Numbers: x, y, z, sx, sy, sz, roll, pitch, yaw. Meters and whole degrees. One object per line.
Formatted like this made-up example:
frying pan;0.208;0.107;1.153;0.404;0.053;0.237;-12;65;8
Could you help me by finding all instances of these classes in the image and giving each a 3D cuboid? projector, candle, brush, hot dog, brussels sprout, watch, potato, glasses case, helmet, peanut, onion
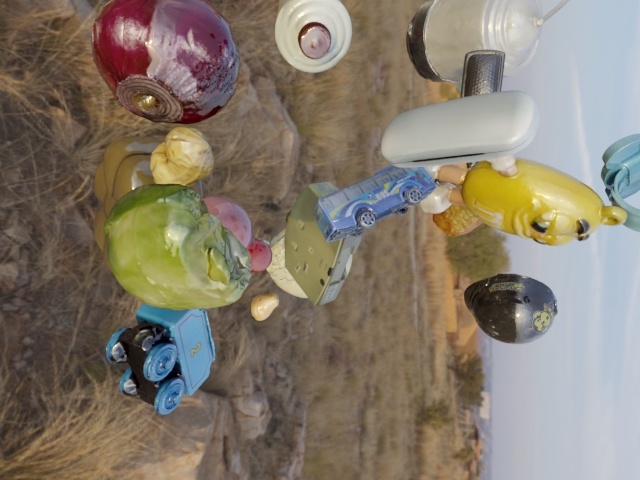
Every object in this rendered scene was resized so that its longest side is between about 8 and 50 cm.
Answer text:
projector;0.000;0.000;1.076;0.088;0.193;0.269;-17;142;-34
candle;0.380;-0.493;1.111;0.222;0.343;0.221;-9;108;-28
brush;0.255;-0.212;0.754;0.016;0.063;0.193;2;94;-70
hot dog;0.494;-0.122;1.622;0.175;0.114;0.259;56;-26;16
brussels sprout;-0.174;0.011;0.569;0.183;0.146;0.131;64;12;-47
watch;0.729;-0.122;1.017;0.211;0.211;0.193;63;7;-53
potato;-0.143;0.165;1.198;0.062;0.083;0.068;54;14;-58
glasses case;0.145;-0.120;0.517;0.045;0.179;0.067;33;67;-43
helmet;0.585;0.232;1.462;0.230;0.279;0.160;65;33;-32
peanut;-0.369;-0.212;1.249;0.147;0.306;0.146;7;79;-35
onion;-0.354;-0.431;1.053;0.260;0.337;0.281;110;3;-67

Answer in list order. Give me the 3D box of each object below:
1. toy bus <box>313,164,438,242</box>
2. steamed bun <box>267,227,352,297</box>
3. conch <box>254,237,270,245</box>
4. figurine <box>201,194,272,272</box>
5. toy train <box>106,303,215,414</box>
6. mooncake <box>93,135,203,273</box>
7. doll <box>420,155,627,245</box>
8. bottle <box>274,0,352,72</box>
toy bus;0.103;-0.076;0.884;0.094;0.237;0.079;62;-20;6
steamed bun;-0.036;0.072;1.779;0.333;0.312;0.233;-50;-170;21
conch;-0.327;0.034;1.742;0.148;0.275;0.182;106;-15;-48
figurine;-0.291;-0.013;1.351;0.270;0.261;0.211;-26;159;-33
toy train;-0.442;0.317;1.341;0.265;0.188;0.300;-47;144;-48
mooncake;-0.592;-0.116;1.574;0.263;0.467;0.466;-6;97;-39
doll;0.381;-0.119;1.033;0.348;0.423;0.161;35;77;-19
bottle;-0.012;-0.309;0.671;0.245;0.104;0.104;-93;172;-55
